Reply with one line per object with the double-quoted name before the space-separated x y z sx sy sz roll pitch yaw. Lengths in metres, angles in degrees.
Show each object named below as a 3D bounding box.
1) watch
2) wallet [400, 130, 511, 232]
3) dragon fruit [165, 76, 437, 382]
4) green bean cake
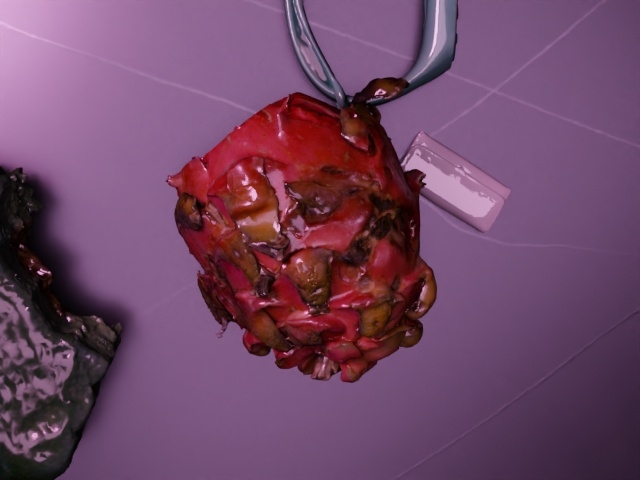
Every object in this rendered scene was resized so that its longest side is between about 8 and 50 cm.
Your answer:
"watch" 0.054 -0.252 1.436 0.195 0.068 0.237 1 93 -1
"wallet" 0.146 -0.064 1.474 0.122 0.025 0.061 33 86 -3
"dragon fruit" 0.000 0.000 1.369 0.269 0.250 0.291 -37 88 -18
"green bean cake" -0.360 0.071 1.398 0.308 0.169 0.300 21 95 -4
